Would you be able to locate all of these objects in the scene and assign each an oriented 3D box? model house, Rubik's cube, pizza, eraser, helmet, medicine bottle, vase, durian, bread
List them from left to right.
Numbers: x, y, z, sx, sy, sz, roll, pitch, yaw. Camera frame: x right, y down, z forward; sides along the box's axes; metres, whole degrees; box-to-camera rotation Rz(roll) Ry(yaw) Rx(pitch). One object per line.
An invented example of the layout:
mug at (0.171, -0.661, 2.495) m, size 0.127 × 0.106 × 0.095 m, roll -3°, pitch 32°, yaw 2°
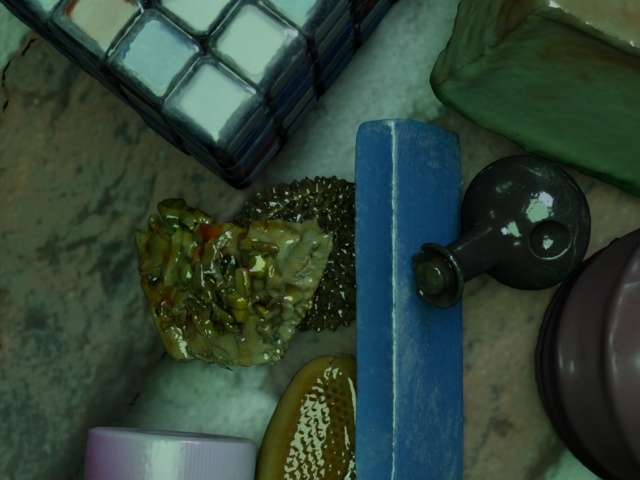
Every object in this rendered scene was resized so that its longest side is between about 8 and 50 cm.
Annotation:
medicine bottle at (-0.135, 0.290, 1.483) m, size 0.152 × 0.152 × 0.254 m, roll 5°, pitch 85°, yaw 3°
Rubik's cube at (-0.099, -0.246, 1.459) m, size 0.292 × 0.293 × 0.287 m, roll 37°, pitch 87°, yaw 7°
pizza at (-0.082, 0.043, 1.493) m, size 0.226 × 0.069 × 0.147 m, roll 10°, pitch 106°, yaw 44°
durian at (0.000, 0.000, 1.532) m, size 0.188 × 0.091 × 0.148 m, roll -40°, pitch 83°, yaw -3°
bread at (0.005, 0.191, 1.524) m, size 0.114 × 0.077 × 0.189 m, roll 13°, pitch 86°, yaw 24°
eraser at (0.076, 0.055, 1.496) m, size 0.042 × 0.144 × 0.312 m, roll -2°, pitch 87°, yaw 29°
vase at (0.148, 0.000, 1.486) m, size 0.183 × 0.120 × 0.120 m, roll -28°, pitch 83°, yaw -40°
model house at (0.292, -0.220, 1.482) m, size 0.312 × 0.245 × 0.280 m, roll 22°, pitch 64°, yaw -14°
helmet at (0.352, 0.099, 1.459) m, size 0.338 × 0.197 × 0.271 m, roll 4°, pitch 83°, yaw 4°
